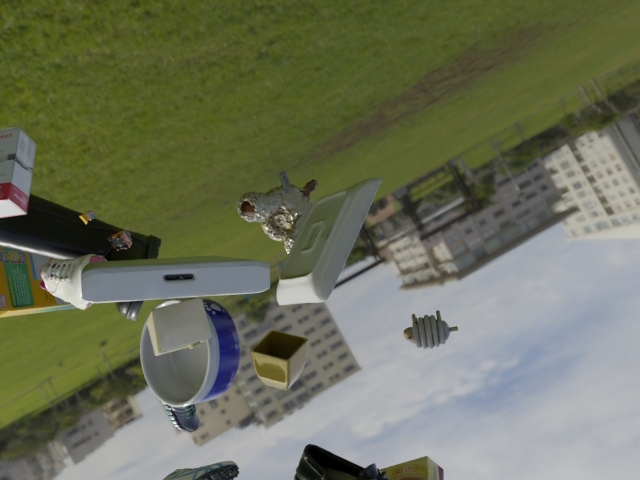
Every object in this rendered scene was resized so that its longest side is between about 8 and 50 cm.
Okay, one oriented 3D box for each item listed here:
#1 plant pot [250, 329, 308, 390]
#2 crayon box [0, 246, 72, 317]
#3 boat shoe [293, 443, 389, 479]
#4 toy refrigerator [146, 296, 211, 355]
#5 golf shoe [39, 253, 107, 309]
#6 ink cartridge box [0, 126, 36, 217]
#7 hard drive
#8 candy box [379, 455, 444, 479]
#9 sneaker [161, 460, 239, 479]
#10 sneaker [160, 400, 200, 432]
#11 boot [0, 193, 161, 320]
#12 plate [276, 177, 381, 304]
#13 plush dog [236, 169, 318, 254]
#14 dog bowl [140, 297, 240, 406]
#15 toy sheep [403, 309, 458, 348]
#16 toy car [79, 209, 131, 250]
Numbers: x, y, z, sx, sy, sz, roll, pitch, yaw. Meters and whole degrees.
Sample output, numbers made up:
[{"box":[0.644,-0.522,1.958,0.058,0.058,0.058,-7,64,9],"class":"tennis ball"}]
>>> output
[{"box":[-0.074,0.228,1.342,0.081,0.083,0.081,11,-153,24],"class":"plant pot"},{"box":[-0.862,0.113,2.167,0.083,0.203,0.323,-24,167,39],"class":"crayon box"},{"box":[0.088,0.533,1.573,0.340,0.113,0.127,13,-170,40],"class":"boat shoe"},{"box":[-0.306,0.192,1.544,0.102,0.094,0.269,-13,173,-18],"class":"toy refrigerator"},{"box":[-0.587,0.091,1.699,0.306,0.140,0.115,-32,-139,60],"class":"golf shoe"},{"box":[-0.584,-0.120,1.308,0.109,0.150,0.063,-7,155,11],"class":"ink cartridge box"},{"box":[-0.228,0.051,1.065,0.233,0.047,0.353,-3,180,-17],"class":"hard drive"},{"box":[0.144,0.651,1.728,0.316,0.087,0.182,-26,-143,27],"class":"candy box"},{"box":[-0.313,0.582,1.765,0.237,0.085,0.086,-22,-141,3],"class":"sneaker"},{"box":[-0.402,0.482,2.127,0.098,0.223,0.083,-13,-147,29],"class":"sneaker"},{"box":[-0.657,0.027,1.881,0.146,0.445,0.367,-62,-162,16],"class":"boot"},{"box":[0.000,0.000,1.507,0.277,0.045,0.278,-65,-162,-16],"class":"plate"},{"box":[-0.110,-0.075,2.109,0.210,0.262,0.225,-55,-170,-23],"class":"plush dog"},{"box":[-0.327,0.274,1.805,0.265,0.264,0.104,-30,161,33],"class":"dog bowl"},{"box":[0.265,0.218,1.744,0.132,0.091,0.091,-11,-178,13],"class":"toy sheep"},{"box":[-0.456,-0.030,1.564,0.060,0.122,0.040,-31,-162,49],"class":"toy car"}]
